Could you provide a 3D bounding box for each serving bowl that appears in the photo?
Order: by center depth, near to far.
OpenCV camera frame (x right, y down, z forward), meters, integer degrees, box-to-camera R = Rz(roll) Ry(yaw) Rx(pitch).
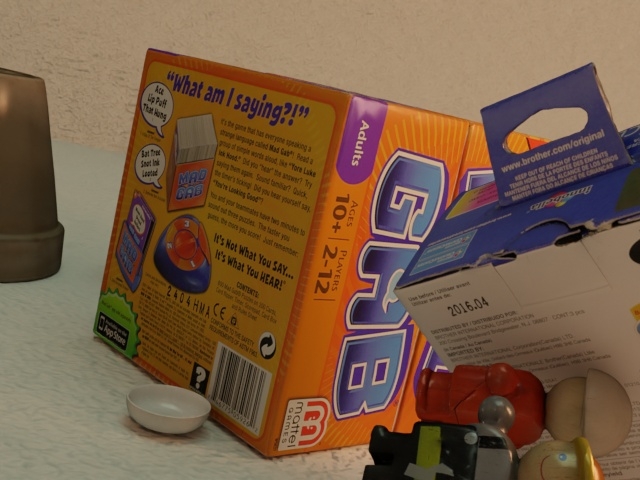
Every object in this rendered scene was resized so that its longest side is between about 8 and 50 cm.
[{"bbox_3d":[-0.150,0.169,0.895,0.083,0.027,0.083,12,9,-2],"label":"serving bowl"}]

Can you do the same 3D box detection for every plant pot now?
[{"bbox_3d":[-0.523,-0.118,1.334,0.323,0.280,0.323,11,9,-2],"label":"plant pot"}]

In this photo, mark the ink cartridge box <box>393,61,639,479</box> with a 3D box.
[{"bbox_3d":[0.246,0.067,0.679,0.270,0.395,0.151,-20,23,44],"label":"ink cartridge box"}]

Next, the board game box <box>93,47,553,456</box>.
[{"bbox_3d":[0.000,0.000,1.084,0.356,0.356,0.356,4,13,-43],"label":"board game box"}]

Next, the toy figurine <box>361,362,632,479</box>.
[{"bbox_3d":[0.122,0.189,0.573,0.148,0.213,0.209,1,5,19],"label":"toy figurine"}]
